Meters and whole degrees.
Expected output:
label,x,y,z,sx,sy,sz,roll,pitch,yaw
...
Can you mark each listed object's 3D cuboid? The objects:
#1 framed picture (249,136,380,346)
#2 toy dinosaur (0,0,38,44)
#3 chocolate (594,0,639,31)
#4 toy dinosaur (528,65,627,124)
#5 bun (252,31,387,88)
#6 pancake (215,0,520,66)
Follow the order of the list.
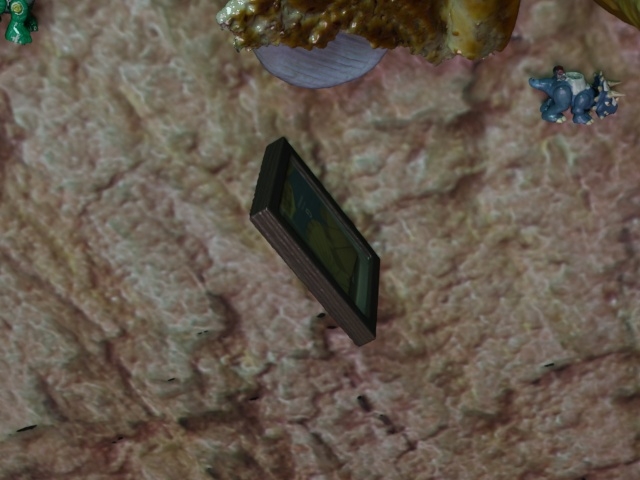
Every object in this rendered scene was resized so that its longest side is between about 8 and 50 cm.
label,x,y,z,sx,sy,sz,roll,pitch,yaw
framed picture,0.000,0.000,0.925,0.023,0.128,0.168,-28,117,22
toy dinosaur,-0.274,-0.225,0.848,0.132,0.059,0.096,13,118,-13
chocolate,0.209,-0.206,0.565,0.162,0.445,0.162,4,121,6
toy dinosaur,0.221,-0.128,0.868,0.083,0.030,0.047,5,125,2
bun,0.000,-0.192,0.810,0.141,0.083,0.140,-21,145,-16
pancake,0.046,-0.183,0.736,0.245,0.057,0.266,-28,148,-7
